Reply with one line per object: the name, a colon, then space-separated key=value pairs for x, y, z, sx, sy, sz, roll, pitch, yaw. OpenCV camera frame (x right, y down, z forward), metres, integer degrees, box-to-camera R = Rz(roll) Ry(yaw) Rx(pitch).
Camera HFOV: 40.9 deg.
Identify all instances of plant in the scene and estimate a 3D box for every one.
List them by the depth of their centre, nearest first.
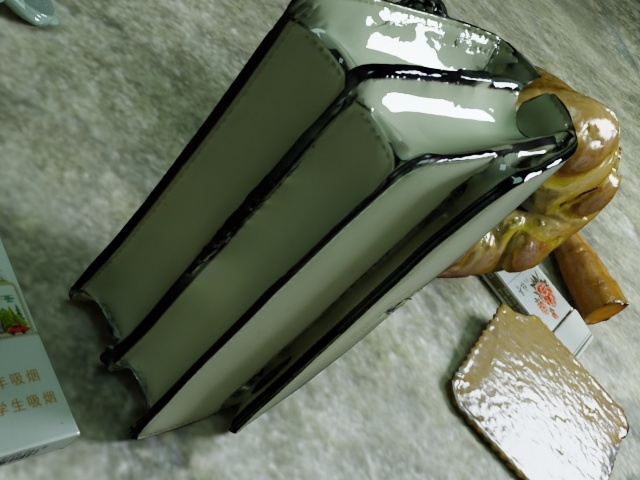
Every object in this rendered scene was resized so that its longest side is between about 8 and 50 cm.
plant: x=0.163 y=-0.361 z=1.396 sx=0.092 sy=0.094 sz=0.143 roll=56 pitch=30 yaw=-8

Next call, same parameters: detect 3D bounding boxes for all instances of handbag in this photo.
handbag: x=0.000 y=0.000 z=0.663 sx=0.237 sy=0.358 sz=0.160 roll=-10 pitch=62 yaw=-49

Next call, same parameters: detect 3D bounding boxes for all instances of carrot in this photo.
carrot: x=0.388 y=0.029 z=1.287 sx=0.072 sy=0.072 sz=0.205 roll=16 pitch=44 yaw=-36

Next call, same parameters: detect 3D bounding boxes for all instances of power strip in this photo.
power strip: x=-0.302 y=-0.237 z=0.856 sx=0.083 sy=0.035 sz=0.055 roll=15 pitch=46 yaw=-55

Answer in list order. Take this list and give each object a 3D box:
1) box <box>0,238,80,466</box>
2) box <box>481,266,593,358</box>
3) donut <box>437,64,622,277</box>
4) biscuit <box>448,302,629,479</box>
box: x=-0.267 y=0.058 z=0.610 sx=0.122 sy=0.032 sz=0.220 roll=-8 pitch=64 yaw=-48
box: x=0.287 y=0.076 z=1.169 sx=0.198 sy=0.029 sz=0.109 roll=52 pitch=36 yaw=7
donut: x=0.200 y=-0.076 z=1.016 sx=0.317 sy=0.299 sz=0.150 roll=46 pitch=12 yaw=-54
biscuit: x=0.268 y=0.199 z=1.026 sx=0.237 sy=0.013 sz=0.232 roll=48 pitch=43 yaw=-2
